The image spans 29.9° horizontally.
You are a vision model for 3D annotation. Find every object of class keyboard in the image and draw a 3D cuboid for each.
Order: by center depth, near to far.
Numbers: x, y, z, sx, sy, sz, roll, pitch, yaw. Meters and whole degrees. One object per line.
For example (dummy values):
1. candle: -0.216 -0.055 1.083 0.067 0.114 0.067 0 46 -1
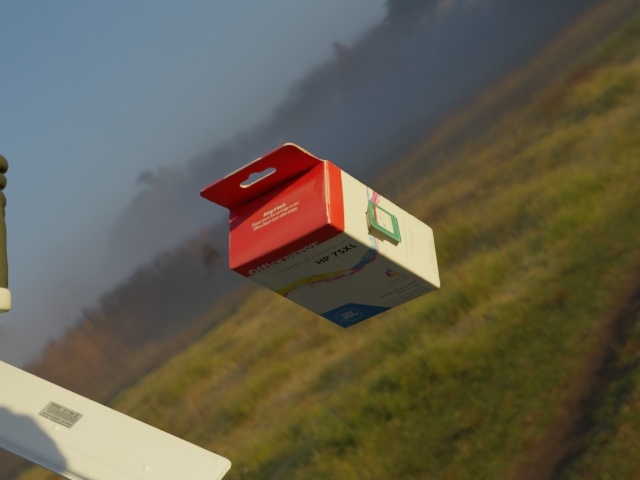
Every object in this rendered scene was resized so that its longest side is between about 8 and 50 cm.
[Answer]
1. keyboard: -0.192 0.132 0.857 0.072 0.256 0.014 -44 -30 -55

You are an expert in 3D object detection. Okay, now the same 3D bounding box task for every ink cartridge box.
1. ink cartridge box: 0.000 0.000 1.225 0.134 0.231 0.078 -26 52 33

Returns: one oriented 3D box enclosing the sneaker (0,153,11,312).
1. sneaker: -0.353 -0.018 0.990 0.296 0.146 0.105 0 -9 38
